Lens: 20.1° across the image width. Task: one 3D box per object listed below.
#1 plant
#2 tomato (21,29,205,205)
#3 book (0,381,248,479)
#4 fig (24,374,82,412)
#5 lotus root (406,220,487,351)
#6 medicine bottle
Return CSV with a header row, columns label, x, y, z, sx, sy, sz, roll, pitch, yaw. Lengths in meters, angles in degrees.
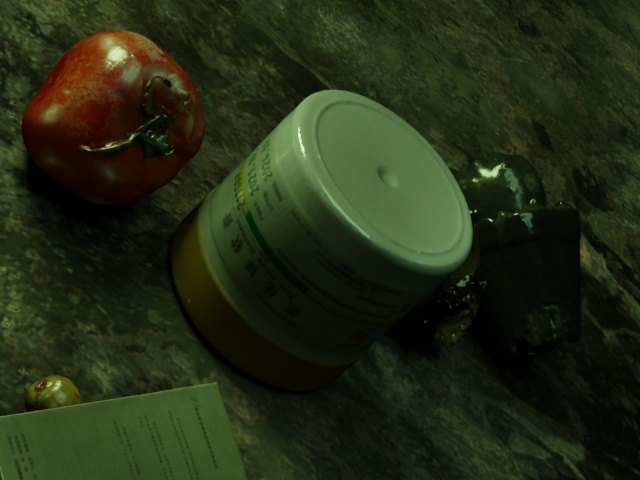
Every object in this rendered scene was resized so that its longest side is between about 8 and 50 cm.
label,x,y,z,sx,sy,sz,roll,pitch,yaw
plant,0.229,0.017,2.189,0.142,0.164,0.256,3,64,-47
tomato,-0.215,-0.117,1.848,0.187,0.151,0.187,-12,106,-49
book,-0.164,0.239,1.595,0.282,0.025,0.215,-1,69,-49
fig,-0.230,0.159,1.628,0.083,0.050,0.050,54,26,-31
lotus root,0.083,-0.023,2.076,0.314,0.141,0.169,53,29,12
medicine bottle,0.000,0.000,1.877,0.238,0.232,0.238,28,37,-24
